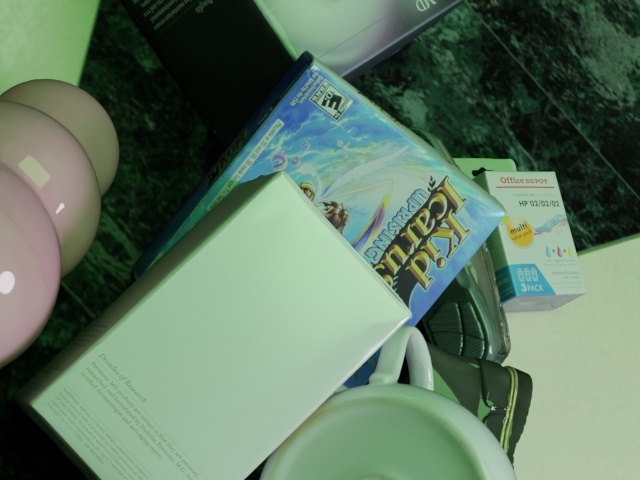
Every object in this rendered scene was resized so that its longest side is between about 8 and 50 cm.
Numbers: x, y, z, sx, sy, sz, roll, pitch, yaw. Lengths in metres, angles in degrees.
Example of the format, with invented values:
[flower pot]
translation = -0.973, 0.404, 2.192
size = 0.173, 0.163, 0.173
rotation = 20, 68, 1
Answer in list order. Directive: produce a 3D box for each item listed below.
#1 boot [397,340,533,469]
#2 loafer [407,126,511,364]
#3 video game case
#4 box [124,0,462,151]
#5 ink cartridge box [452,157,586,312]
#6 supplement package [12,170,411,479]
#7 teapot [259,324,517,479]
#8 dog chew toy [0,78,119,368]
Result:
[boot]
translation = 0.114, 0.197, 1.889
size = 0.137, 0.077, 0.198
rotation = 22, 64, -20
[loafer]
translation = 0.133, 0.012, 2.088
size = 0.084, 0.096, 0.267
rotation = -5, 78, -58
[video game case]
translation = 0.000, 0.000, 1.893
size = 0.244, 0.061, 0.269
rotation = 37, 97, -17
[box]
translation = -0.038, -0.293, 2.034
size = 0.296, 0.183, 0.294
rotation = -36, 94, -40
[ink cartridge box]
translation = 0.212, -0.016, 2.160
size = 0.104, 0.061, 0.181
rotation = -1, 70, -36
[supplement package]
translation = -0.097, 0.102, 1.735
size = 0.293, 0.177, 0.175
rotation = -44, 98, -11
[teapot]
translation = 0.071, 0.244, 1.766
size = 0.252, 0.256, 0.187
rotation = 44, 5, 19
[dog chew toy]
translation = -0.286, -0.027, 1.727
size = 0.206, 0.206, 0.332
rotation = 46, 43, -9
